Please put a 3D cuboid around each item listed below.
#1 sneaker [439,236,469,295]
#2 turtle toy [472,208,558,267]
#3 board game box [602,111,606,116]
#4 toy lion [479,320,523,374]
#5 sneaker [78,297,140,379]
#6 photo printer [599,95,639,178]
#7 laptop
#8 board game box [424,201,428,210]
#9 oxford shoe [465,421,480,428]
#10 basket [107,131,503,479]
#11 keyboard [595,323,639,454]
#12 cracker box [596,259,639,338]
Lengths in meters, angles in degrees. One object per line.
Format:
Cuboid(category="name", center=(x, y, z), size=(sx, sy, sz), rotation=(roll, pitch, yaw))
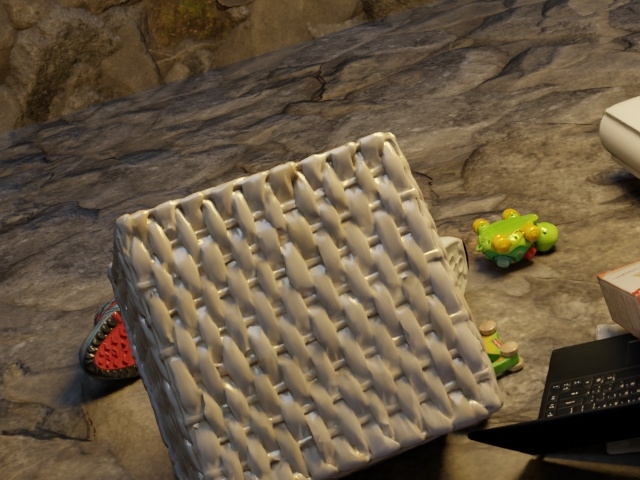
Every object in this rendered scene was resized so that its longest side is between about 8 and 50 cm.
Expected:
Cuboid(category="sneaker", center=(0.036, 0.086, 1.441), size=(0.236, 0.130, 0.323), rotation=(9, 39, 35))
Cuboid(category="turtle toy", center=(0.293, -0.002, 1.559), size=(0.130, 0.066, 0.095), rotation=(-18, 24, -8))
Cuboid(category="board game box", center=(0.606, -0.207, 1.843), size=(0.170, 0.048, 0.141), rotation=(-16, 26, -2))
Cuboid(category="toy lion", center=(0.197, 0.148, 1.343), size=(0.096, 0.034, 0.100), rotation=(-26, 26, -7))
Cuboid(category="sneaker", center=(-0.295, 0.139, 1.594), size=(0.125, 0.104, 0.262), rotation=(-22, 14, 31))
Cuboid(category="photo printer", center=(0.599, -0.151, 1.573), size=(0.256, 0.107, 0.307), rotation=(-16, 24, -4))
Cuboid(category="laptop", center=(0.307, 0.137, 1.101), size=(0.234, 0.137, 0.264), rotation=(-18, 28, 32))
Cuboid(category="board game box", center=(0.000, 0.000, 1.693), size=(0.303, 0.098, 0.224), rotation=(-23, 25, -15))
Cuboid(category="oxford shoe", center=(0.155, 0.142, 1.292), size=(0.076, 0.076, 0.212), rotation=(-27, 36, 10))
Cuboid(category="basket", center=(-0.029, 0.104, 1.113), size=(0.328, 0.331, 0.266), rotation=(-19, -8, -12))
Cuboid(category="keyboard", center=(0.366, 0.166, 1.229), size=(0.072, 0.014, 0.256), rotation=(-3, 27, 13))
Cuboid(category="cracker box", center=(0.419, 0.052, 1.198), size=(0.155, 0.067, 0.232), rotation=(-20, 2, 5))
